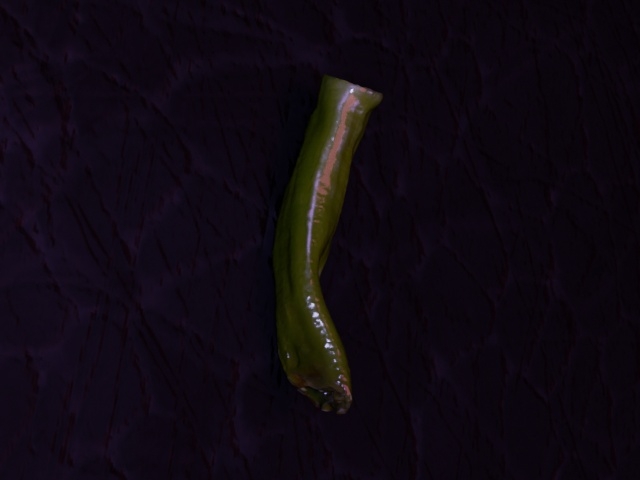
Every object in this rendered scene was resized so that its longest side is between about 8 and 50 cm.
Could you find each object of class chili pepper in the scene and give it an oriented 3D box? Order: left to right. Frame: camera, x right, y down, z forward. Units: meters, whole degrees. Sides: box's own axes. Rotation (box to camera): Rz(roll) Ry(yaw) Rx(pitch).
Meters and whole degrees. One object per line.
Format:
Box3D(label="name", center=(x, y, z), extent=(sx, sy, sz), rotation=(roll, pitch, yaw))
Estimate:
Box3D(label="chili pepper", center=(0.000, 0.000, 1.151), extent=(0.050, 0.052, 0.202), rotation=(11, 75, -16))
